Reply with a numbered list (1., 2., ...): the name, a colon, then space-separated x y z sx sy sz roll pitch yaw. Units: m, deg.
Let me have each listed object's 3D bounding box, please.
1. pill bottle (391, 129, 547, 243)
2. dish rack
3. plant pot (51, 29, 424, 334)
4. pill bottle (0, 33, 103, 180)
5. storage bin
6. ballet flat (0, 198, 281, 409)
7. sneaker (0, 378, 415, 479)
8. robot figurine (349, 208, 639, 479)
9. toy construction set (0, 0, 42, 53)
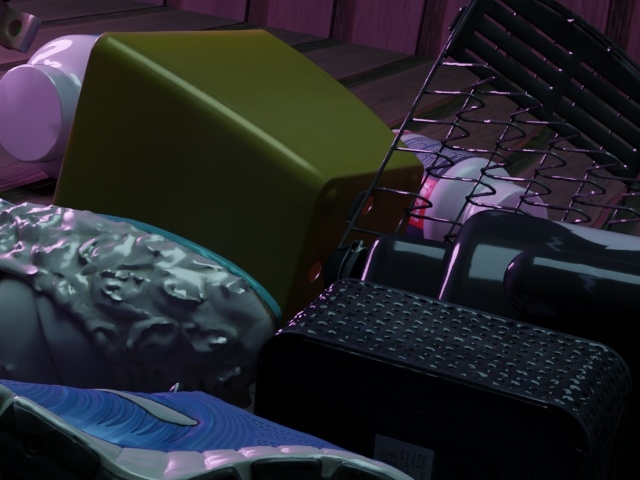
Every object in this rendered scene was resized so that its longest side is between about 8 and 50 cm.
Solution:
1. pill bottle: 0.117 -0.031 1.571 0.108 0.108 0.180 -2 17 -39
2. dish rack: 0.135 -0.030 1.167 0.208 0.272 0.074 33 -11 -24
3. plant pot: -0.052 -0.020 1.235 0.187 0.212 0.212 27 20 28
4. pill bottle: -0.198 -0.131 1.690 0.146 0.146 0.264 17 16 31
5. storage bin: 0.061 0.105 0.904 0.180 0.122 0.084 14 25 19
6. ballet flat: -0.212 0.048 1.048 0.408 0.147 0.147 15 14 34
7. sneaker: -0.105 0.128 0.791 0.330 0.130 0.147 12 -1 -1
8. robot figurine: 0.155 0.075 1.011 0.278 0.174 0.209 12 15 12
9. toy construction set: -0.443 -0.201 1.795 0.308 0.258 0.237 -9 -15 27
